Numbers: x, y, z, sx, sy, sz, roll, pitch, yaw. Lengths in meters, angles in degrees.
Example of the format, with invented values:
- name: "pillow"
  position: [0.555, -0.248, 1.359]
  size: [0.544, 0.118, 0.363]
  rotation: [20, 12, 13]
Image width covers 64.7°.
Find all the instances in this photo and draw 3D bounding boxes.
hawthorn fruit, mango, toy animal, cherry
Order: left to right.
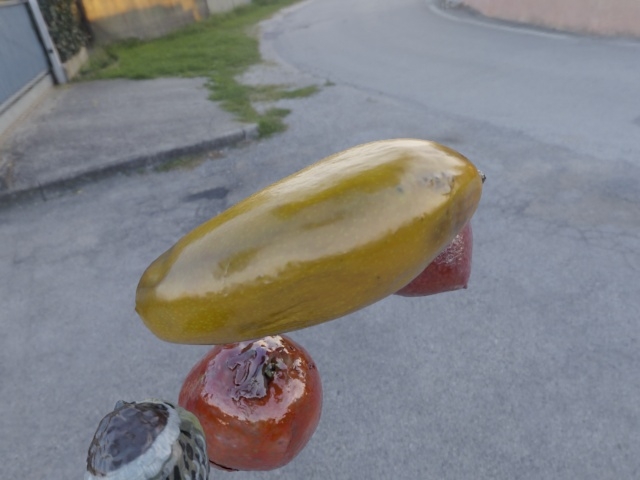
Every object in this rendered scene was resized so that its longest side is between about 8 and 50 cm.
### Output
- name: "toy animal"
  position: [-0.128, 0.186, 0.386]
  size: [0.098, 0.098, 0.137]
  rotation: [-22, 66, -20]
- name: "hawthorn fruit"
  position: [-0.113, 0.280, 0.935]
  size: [0.275, 0.307, 0.276]
  rotation: [13, 51, -16]
- name: "mango"
  position: [-0.001, 0.001, 0.488]
  size: [0.359, 0.144, 0.187]
  rotation: [-25, 10, -16]
- name: "cherry"
  position: [0.136, -0.014, 0.849]
  size: [0.239, 0.239, 0.206]
  rotation: [-24, 7, -24]
